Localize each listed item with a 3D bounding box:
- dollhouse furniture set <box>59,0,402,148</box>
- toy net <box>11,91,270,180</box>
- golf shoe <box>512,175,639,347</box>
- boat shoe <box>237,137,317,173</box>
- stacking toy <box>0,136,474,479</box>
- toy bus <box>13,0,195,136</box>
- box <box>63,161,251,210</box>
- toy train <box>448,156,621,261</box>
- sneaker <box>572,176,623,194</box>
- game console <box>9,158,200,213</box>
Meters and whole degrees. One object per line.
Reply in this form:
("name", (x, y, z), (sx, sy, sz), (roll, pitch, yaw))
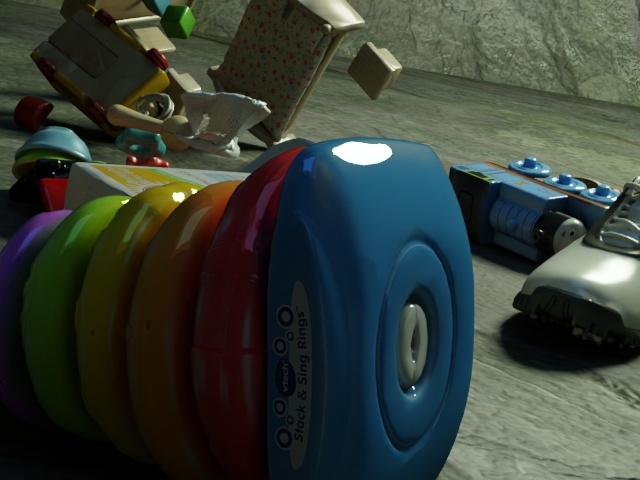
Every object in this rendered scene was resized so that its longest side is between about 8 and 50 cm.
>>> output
("dollhouse furniture set", (-0.130, -0.195, 1.537), (0.174, 0.303, 0.355), (-17, 58, -44))
("toy net", (-0.138, -0.070, 1.097), (0.232, 0.045, 0.122), (-7, -27, 29))
("golf shoe", (0.231, 0.008, 1.021), (0.105, 0.120, 0.273), (19, 16, 28))
("boat shoe", (-0.070, 0.003, 0.887), (0.183, 0.065, 0.083), (-28, -20, -14))
("stacking toy", (-0.094, 0.036, 0.623), (0.302, 0.175, 0.166), (3, 6, 26))
("toy bus", (-0.223, -0.169, 1.458), (0.191, 0.202, 0.104), (-6, -33, 16))
("box", (-0.041, 0.020, 0.782), (0.203, 0.103, 0.114), (2, 14, -31))
("toy train", (0.203, -0.024, 1.241), (0.105, 0.080, 0.184), (-10, 24, -33))
("sneaker", (0.337, -0.044, 1.502), (0.118, 0.042, 0.067), (25, 22, 25))
("game console", (-0.161, -0.015, 1.049), (0.144, 0.085, 0.124), (3, -17, -30))
